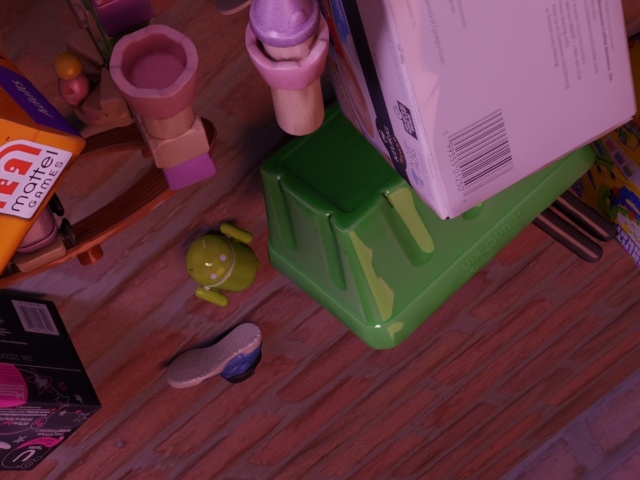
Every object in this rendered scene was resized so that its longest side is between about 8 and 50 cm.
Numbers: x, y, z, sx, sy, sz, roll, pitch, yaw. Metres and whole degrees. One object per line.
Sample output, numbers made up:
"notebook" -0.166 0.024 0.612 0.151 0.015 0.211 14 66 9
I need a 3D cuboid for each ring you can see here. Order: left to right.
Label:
"ring" -0.247 -0.026 1.271 0.337 0.336 0.032 -28 112 -12

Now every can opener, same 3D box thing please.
"can opener" 0.326 -0.055 1.954 0.283 0.095 0.076 33 88 -27

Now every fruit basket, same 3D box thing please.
"fruit basket" 0.125 -0.038 1.669 0.392 0.283 0.392 -24 132 -29

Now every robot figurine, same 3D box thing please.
"robot figurine" -0.125 0.029 1.724 0.115 0.067 0.101 19 94 -58

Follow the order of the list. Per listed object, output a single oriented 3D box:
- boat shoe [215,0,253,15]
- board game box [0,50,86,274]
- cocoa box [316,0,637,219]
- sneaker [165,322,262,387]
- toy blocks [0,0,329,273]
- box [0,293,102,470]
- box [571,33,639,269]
"boat shoe" -0.060 -0.256 1.369 0.100 0.035 0.035 -41 151 -1
"board game box" -0.447 -0.053 0.843 0.356 0.356 0.356 -54 148 13
"cocoa box" 0.121 -0.246 1.266 0.231 0.228 0.347 -29 132 -10
"sneaker" -0.149 0.184 1.962 0.152 0.058 0.084 -31 145 -21
"toy blocks" -0.180 -0.193 1.066 0.309 0.288 0.260 -26 155 -8
"box" -0.399 0.155 1.520 0.142 0.163 0.247 -41 153 21
"box" 0.510 -0.109 1.963 0.177 0.290 0.279 -28 153 -14
